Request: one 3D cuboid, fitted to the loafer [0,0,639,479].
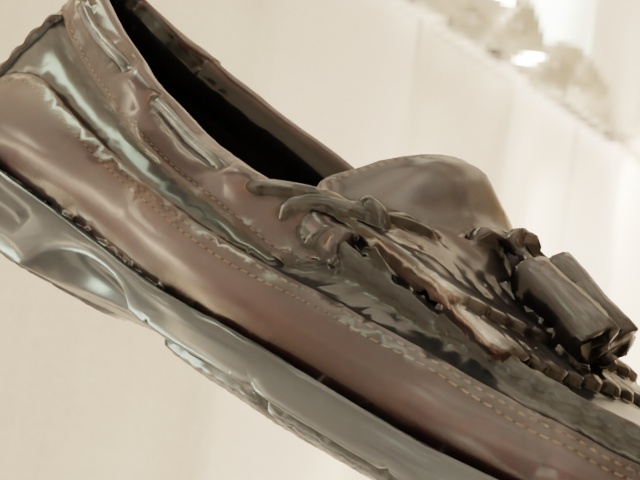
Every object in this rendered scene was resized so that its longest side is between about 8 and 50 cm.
[{"bbox_3d":[0.000,0.000,0.512,0.109,0.302,0.095,30,-93,-50],"label":"loafer"}]
